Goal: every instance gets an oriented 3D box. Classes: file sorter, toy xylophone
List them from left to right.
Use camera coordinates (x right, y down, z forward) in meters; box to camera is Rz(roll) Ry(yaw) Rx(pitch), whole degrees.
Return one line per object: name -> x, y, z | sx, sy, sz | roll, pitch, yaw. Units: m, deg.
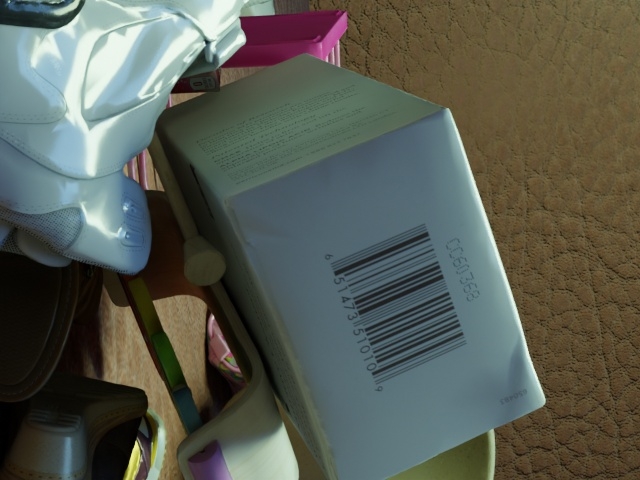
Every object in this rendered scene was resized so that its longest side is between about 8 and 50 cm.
toy xylophone -> -0.107, 0.058, 1.052 | 0.322, 0.081, 0.236 | -126, -164, -56
file sorter -> -0.081, -0.113, 1.351 | 0.290, 0.202, 0.182 | -70, 158, -75

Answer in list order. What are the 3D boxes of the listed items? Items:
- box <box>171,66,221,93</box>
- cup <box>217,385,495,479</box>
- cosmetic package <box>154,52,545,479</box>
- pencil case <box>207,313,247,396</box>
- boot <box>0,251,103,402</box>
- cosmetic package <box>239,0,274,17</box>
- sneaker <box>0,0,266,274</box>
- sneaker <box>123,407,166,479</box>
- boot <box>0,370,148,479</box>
box -> -0.154, -0.235, 1.063 | 0.257, 0.128, 0.122 | 80, 10, -53
cup -> 0.005, 0.270, 1.572 | 0.331, 0.237, 0.331 | -23, 122, -44
cosmetic package -> 0.000, 0.000, 1.022 | 0.385, 0.156, 0.217 | -144, -147, -73
pencil case -> -0.066, 0.176, 1.769 | 0.284, 0.124, 0.124 | 78, 11, -59
boot -> -0.183, 0.033, 0.957 | 0.152, 0.073, 0.197 | 84, 8, -66
cosmetic package -> -0.111, -0.308, 1.717 | 0.231, 0.085, 0.117 | 65, 23, -79
sneaker -> -0.132, -0.102, 0.864 | 0.366, 0.137, 0.210 | -22, 118, -55
sneaker -> -0.167, 0.218, 1.087 | 0.084, 0.069, 0.185 | 18, 70, -64
boot -> -0.184, 0.202, 0.947 | 0.248, 0.090, 0.207 | -73, 174, -85
